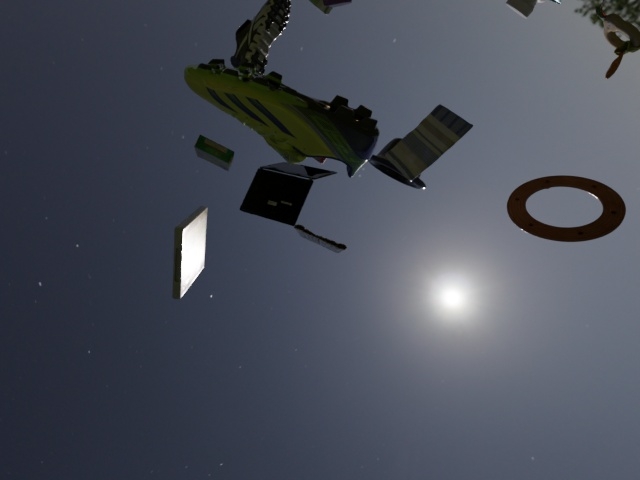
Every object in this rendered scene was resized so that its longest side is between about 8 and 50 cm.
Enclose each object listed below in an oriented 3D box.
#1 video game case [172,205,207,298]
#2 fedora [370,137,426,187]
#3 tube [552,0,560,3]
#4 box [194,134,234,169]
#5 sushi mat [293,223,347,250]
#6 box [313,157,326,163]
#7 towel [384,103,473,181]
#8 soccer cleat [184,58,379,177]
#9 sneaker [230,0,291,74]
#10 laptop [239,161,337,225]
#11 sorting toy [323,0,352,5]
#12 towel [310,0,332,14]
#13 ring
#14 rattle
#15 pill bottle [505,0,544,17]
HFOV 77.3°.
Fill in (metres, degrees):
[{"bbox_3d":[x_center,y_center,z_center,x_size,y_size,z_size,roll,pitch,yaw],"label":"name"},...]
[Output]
[{"bbox_3d":[-0.374,0.027,1.153,0.026,0.206,0.227,9,-161,-2],"label":"video game case"},{"bbox_3d":[0.360,-0.360,1.784,0.334,0.152,0.334,30,-174,-3],"label":"fedora"},{"bbox_3d":[0.723,-0.779,1.231,0.080,0.052,0.207,36,-158,8],"label":"tube"},{"bbox_3d":[-0.308,-0.250,1.173,0.105,0.179,0.043,26,-96,-14],"label":"box"},{"bbox_3d":[0.000,0.000,1.202,0.152,0.316,0.019,26,-93,1],"label":"sushi mat"},{"bbox_3d":[0.019,-0.474,1.851,0.128,0.122,0.256,34,-145,-5],"label":"box"},{"bbox_3d":[0.383,-0.359,1.457,0.034,0.285,0.209,37,-161,-39],"label":"towel"},{"bbox_3d":[-0.056,-0.169,0.578,0.289,0.121,0.093,16,-147,-14],"label":"soccer cleat"},{"bbox_3d":[-0.159,-0.523,0.998,0.106,0.234,0.078,29,-172,23],"label":"sneaker"},{"bbox_3d":[-0.110,-0.174,1.397,0.234,0.136,0.264,16,-102,28],"label":"laptop"},{"bbox_3d":[0.174,-0.589,0.825,0.366,0.126,0.127,-6,-154,11],"label":"sorting toy"},{"bbox_3d":[-0.004,-0.797,1.238,0.152,0.113,0.023,37,-163,-9],"label":"towel"},{"bbox_3d":[0.801,-0.107,1.323,0.337,0.032,0.336,-11,-139,9],"label":"ring"},{"bbox_3d":[0.924,-0.657,1.302,0.200,0.143,0.130,37,-147,-13],"label":"rattle"},{"bbox_3d":[0.809,-0.960,1.477,0.131,0.229,0.131,25,-146,-18],"label":"pill bottle"}]
